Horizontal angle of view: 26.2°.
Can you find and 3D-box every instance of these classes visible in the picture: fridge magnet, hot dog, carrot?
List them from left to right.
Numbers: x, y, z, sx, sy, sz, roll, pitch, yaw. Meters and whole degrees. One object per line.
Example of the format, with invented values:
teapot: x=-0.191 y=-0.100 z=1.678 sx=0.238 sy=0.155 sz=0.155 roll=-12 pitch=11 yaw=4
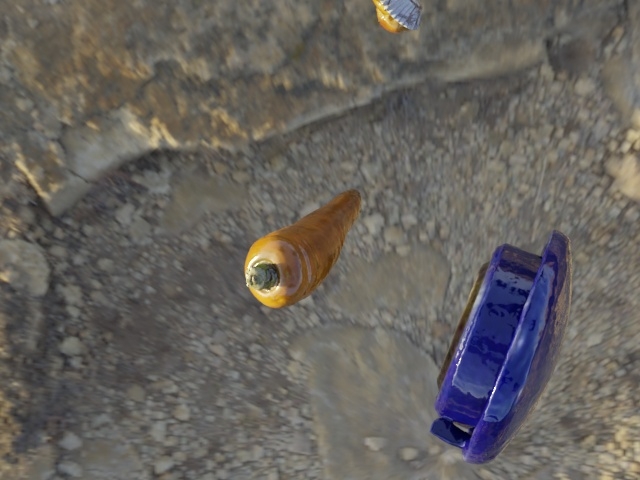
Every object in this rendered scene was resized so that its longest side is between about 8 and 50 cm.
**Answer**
carrot: x=0.000 y=0.000 z=1.170 sx=0.061 sy=0.257 sz=0.061 roll=6 pitch=108 yaw=20
hot dog: x=0.088 y=-0.327 z=1.793 sx=0.059 sy=0.191 sz=0.108 roll=-33 pitch=110 yaw=14
fridge magnet: x=0.197 y=0.110 z=1.461 sx=0.113 sy=0.265 sz=0.265 roll=22 pitch=84 yaw=6
